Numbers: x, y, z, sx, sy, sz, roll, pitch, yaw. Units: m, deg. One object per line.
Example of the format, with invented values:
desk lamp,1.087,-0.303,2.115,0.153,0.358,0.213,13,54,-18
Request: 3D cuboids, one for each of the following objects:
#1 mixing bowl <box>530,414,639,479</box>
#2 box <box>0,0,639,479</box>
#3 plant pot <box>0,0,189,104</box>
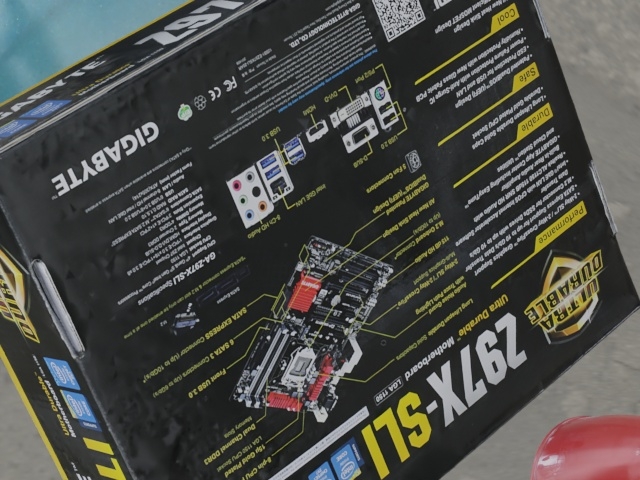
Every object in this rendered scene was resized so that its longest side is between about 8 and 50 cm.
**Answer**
mixing bowl,0.262,0.208,1.227,0.098,0.181,0.181,-35,70,45
box,0.000,0.000,0.760,0.079,0.322,0.257,7,125,51
plant pot,-0.058,-0.066,0.970,0.272,0.272,0.255,-32,80,18
